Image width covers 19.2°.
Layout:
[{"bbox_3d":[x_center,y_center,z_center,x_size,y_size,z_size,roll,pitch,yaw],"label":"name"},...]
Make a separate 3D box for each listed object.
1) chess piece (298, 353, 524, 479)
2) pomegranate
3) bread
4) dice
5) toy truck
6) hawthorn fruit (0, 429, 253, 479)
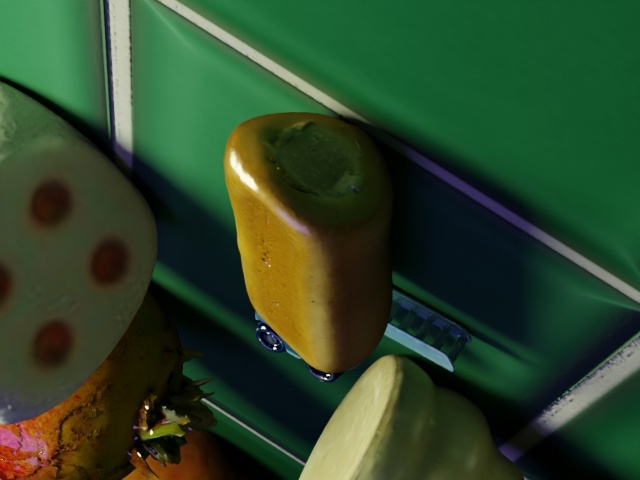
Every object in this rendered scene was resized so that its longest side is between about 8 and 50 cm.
[{"bbox_3d":[0.135,0.219,1.305,0.299,0.167,0.167,31,165,-9],"label":"chess piece"},{"bbox_3d":[-0.205,0.117,1.576,0.235,0.210,0.210,22,163,13],"label":"pomegranate"},{"bbox_3d":[0.000,0.000,1.031,0.092,0.074,0.239,46,167,16],"label":"bread"},{"bbox_3d":[-0.245,0.003,1.319,0.194,0.192,0.193,19,161,46],"label":"dice"},{"bbox_3d":[0.025,0.054,1.188,0.136,0.063,0.074,28,145,9],"label":"toy truck"},{"bbox_3d":[-0.265,0.388,2.108,0.471,0.472,0.472,31,165,9],"label":"hawthorn fruit"}]
